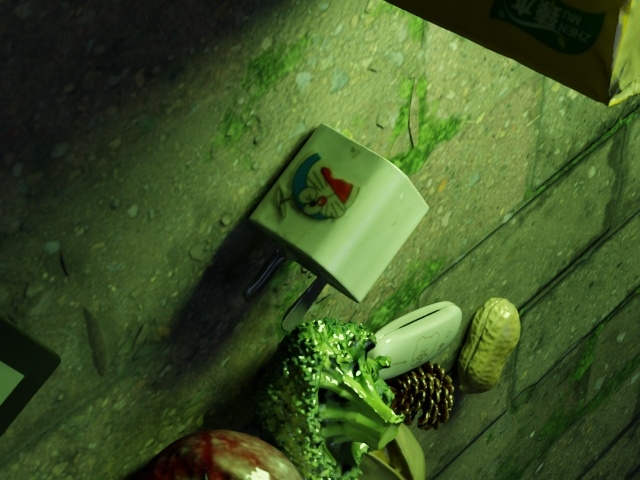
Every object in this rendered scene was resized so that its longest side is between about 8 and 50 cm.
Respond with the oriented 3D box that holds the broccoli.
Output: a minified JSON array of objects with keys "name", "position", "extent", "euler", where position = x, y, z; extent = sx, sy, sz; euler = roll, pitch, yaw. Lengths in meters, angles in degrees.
[{"name":"broccoli","position":[0.012,0.191,1.517],"extent":[0.198,0.176,0.226],"euler":[-55,177,-36]}]

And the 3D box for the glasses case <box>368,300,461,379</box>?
[{"name":"glasses case","position":[0.126,0.137,1.740],"extent":[0.193,0.049,0.074],"euler":[-20,133,-46]}]

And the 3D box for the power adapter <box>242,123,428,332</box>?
[{"name":"power adapter","position":[0.000,0.000,1.367],"extent":[0.205,0.130,0.125],"euler":[-54,149,-7]}]

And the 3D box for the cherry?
[{"name":"cherry","position":[-0.121,0.330,1.431],"extent":[0.230,0.203,0.300],"euler":[-54,157,-18]}]

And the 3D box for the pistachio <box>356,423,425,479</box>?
[{"name":"pistachio","position":[0.076,0.300,1.744],"extent":[0.130,0.131,0.206],"euler":[-55,144,-18]}]

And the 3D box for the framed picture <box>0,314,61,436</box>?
[{"name":"framed picture","position":[-0.399,0.192,1.101],"extent":[0.347,0.016,0.265],"euler":[-53,149,-8]}]

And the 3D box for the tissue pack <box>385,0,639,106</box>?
[{"name":"tissue pack","position":[0.176,-0.325,1.080],"extent":[0.228,0.382,0.293],"euler":[-21,134,-46]}]

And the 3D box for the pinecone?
[{"name":"pinecone","position":[0.140,0.215,1.794],"extent":[0.109,0.102,0.102],"euler":[30,93,-48]}]

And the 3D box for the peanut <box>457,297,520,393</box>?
[{"name":"peanut","position":[0.254,0.162,1.918],"extent":[0.080,0.080,0.175],"euler":[-18,135,-46]}]
